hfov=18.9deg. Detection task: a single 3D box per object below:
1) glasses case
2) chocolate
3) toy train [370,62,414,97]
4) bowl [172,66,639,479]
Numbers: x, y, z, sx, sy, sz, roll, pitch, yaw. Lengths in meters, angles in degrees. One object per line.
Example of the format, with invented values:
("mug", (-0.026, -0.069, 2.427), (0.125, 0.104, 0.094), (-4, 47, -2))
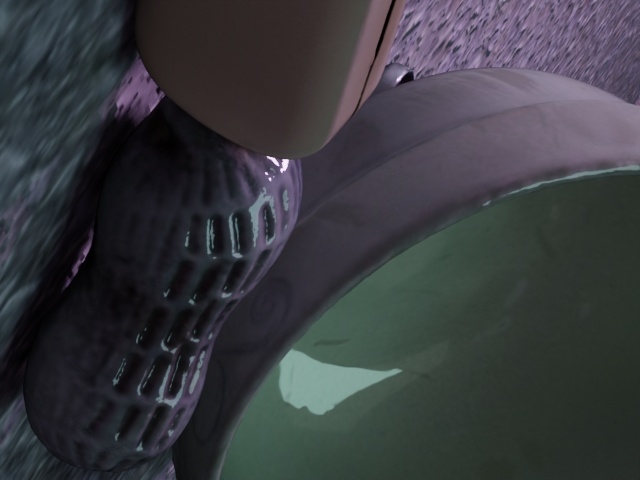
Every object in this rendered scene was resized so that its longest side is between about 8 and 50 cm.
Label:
("glasses case", (-0.008, -0.105, 0.592), (0.050, 0.083, 0.196), (-54, 170, -37))
("chocolate", (-0.059, 0.014, 0.714), (0.167, 0.072, 0.072), (-63, 169, 19))
("toy train", (0.000, 0.000, 1.014), (0.052, 0.051, 0.234), (-48, 158, -50))
("bowl", (0.061, 0.043, 0.922), (0.307, 0.163, 0.307), (-17, 136, -18))
